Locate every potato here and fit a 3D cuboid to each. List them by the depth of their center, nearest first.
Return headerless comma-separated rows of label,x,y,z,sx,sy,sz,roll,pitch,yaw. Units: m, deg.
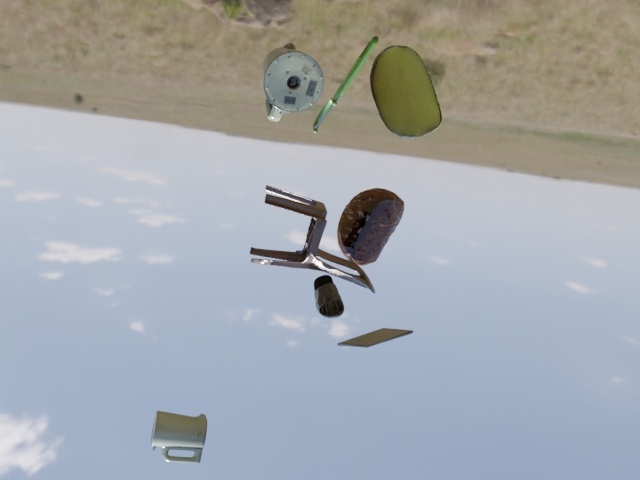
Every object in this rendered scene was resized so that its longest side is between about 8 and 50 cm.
potato,0.231,-0.388,2.044,0.160,0.272,0.111,-22,167,12

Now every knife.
knife,0.046,-0.296,1.421,0.015,0.212,0.054,30,-156,-15

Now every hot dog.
hot dog,0.138,-0.043,2.086,0.160,0.227,0.099,30,-167,-24

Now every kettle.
kettle,-0.097,-0.431,2.085,0.160,0.210,0.243,12,-161,-15
kettle,-0.399,0.549,2.127,0.148,0.098,0.127,11,-128,-14

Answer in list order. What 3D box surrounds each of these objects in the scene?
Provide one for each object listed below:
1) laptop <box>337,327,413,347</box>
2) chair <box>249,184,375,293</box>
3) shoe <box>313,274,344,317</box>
laptop,0.163,0.289,2.217,0.197,0.016,0.135,-12,-175,-39
chair,0.000,0.000,1.869,0.326,0.183,0.175,14,-169,-9
shoe,0.011,0.117,1.750,0.062,0.053,0.159,-17,-148,-1
